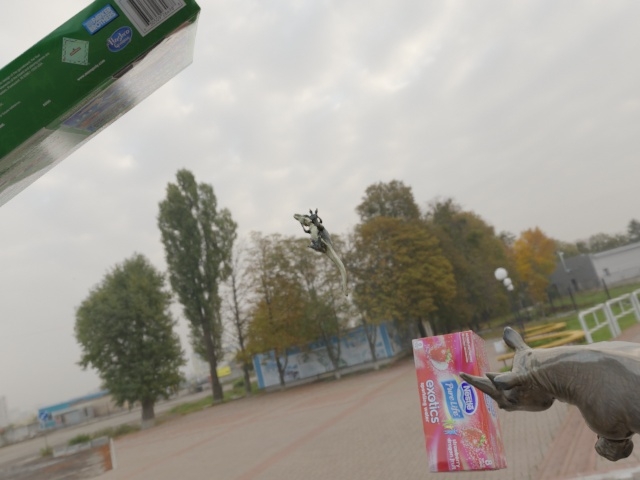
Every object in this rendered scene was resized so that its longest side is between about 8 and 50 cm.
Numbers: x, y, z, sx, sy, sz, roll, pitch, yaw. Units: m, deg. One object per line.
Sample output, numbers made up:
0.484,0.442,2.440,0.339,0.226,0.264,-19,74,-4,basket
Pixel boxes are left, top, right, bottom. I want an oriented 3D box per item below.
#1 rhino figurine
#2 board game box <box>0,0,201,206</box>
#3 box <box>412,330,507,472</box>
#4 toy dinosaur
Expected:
0.221,0.112,0.372,0.243,0.073,0.106,1,-41,33,rhino figurine
-0.240,-0.087,0.422,0.317,0.046,0.213,-40,18,-6,board game box
0.276,0.322,1.026,0.128,0.257,0.122,-15,-27,24,box
0.000,0.000,1.211,0.064,0.268,0.118,-30,-36,1,toy dinosaur
